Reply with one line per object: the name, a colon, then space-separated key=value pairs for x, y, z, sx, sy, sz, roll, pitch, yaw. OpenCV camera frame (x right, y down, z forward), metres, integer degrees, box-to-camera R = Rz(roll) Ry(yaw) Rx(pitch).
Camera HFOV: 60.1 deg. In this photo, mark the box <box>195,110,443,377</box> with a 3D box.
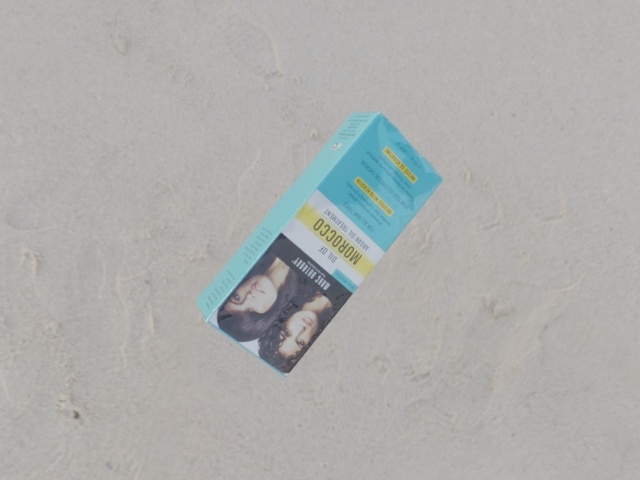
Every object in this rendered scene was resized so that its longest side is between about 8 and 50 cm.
box: x=0.000 y=0.000 z=0.530 sx=0.100 sy=0.060 sz=0.244 roll=41 pitch=84 yaw=-24
